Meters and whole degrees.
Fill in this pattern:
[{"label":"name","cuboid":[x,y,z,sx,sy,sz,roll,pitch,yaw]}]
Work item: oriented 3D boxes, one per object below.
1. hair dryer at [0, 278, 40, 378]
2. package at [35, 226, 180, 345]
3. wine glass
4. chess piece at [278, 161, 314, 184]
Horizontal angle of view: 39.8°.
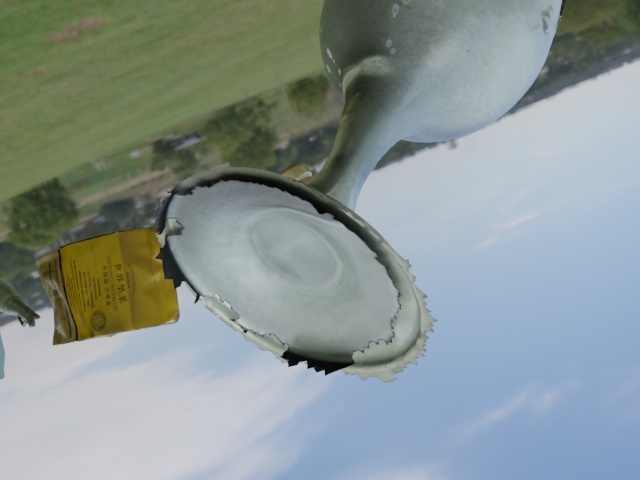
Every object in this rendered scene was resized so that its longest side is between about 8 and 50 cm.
[{"label":"hair dryer","cuboid":[-0.402,0.097,1.104,0.075,0.206,0.237,-24,-158,-38]},{"label":"package","cuboid":[-0.154,0.034,0.624,0.047,0.071,0.131,-5,175,-39]},{"label":"wine glass","cuboid":[0.045,-0.084,0.488,0.143,0.143,0.321,-15,-143,44]},{"label":"chess piece","cuboid":[0.000,0.000,1.177,0.090,0.200,0.090,-36,175,-3]}]
